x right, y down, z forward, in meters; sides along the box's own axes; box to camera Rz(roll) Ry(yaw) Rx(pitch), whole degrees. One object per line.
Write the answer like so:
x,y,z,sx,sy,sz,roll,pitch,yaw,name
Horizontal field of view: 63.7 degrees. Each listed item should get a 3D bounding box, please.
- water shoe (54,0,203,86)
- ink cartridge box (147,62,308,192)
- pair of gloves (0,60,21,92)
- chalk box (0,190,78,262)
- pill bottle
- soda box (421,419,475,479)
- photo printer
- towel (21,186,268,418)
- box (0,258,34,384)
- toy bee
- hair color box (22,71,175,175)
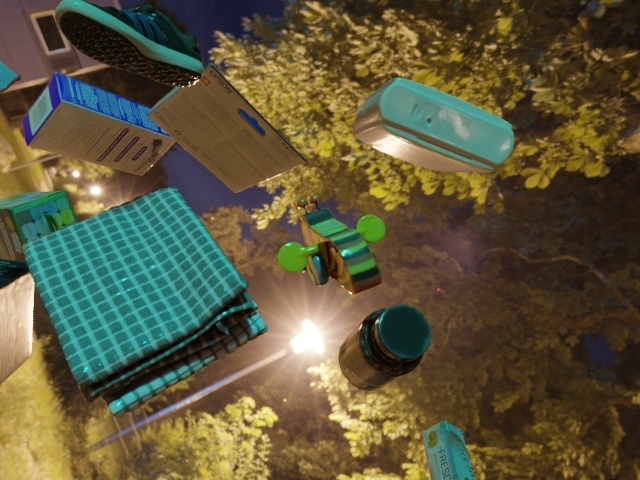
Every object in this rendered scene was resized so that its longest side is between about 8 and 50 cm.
-0.243,-0.267,0.668,0.073,0.203,0.080,-17,-107,32,water shoe
-0.232,-0.282,1.318,0.330,0.071,0.324,-15,-49,45,ink cartridge box
-0.506,-0.245,0.686,0.023,0.198,0.159,-29,-63,37,pair of gloves
-0.616,-0.029,1.114,0.213,0.132,0.132,2,-68,30,chalk box
0.115,0.195,0.937,0.122,0.123,0.219,59,-24,16,pill bottle
0.245,0.435,0.959,0.058,0.063,0.183,34,29,-25,soda box
0.203,-0.218,1.033,0.307,0.256,0.107,-132,-118,-81,photo printer
-0.241,0.060,0.690,0.284,0.235,0.121,45,-30,35,towel
-0.707,0.167,0.841,0.395,0.294,0.211,-107,-154,-77,box
0.000,0.000,0.942,0.298,0.195,0.162,-4,-72,51,toy bee
-0.591,-0.303,1.404,0.185,0.339,0.110,-36,-118,27,hair color box
